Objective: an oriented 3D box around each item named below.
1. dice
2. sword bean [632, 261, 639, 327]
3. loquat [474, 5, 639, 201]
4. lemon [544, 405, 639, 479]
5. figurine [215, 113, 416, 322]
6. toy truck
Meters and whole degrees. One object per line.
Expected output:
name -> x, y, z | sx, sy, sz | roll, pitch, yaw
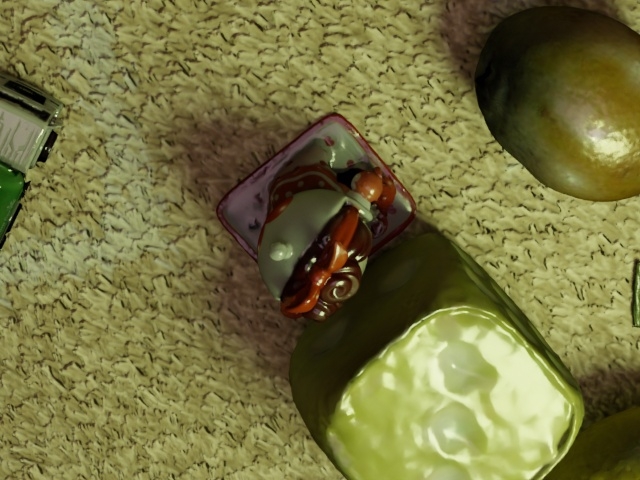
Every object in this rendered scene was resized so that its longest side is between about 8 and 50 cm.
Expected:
dice -> 0.121, 0.151, 1.434 | 0.233, 0.227, 0.238 | -40, 107, 10
sword bean -> 0.362, 0.063, 1.530 | 0.012, 0.012, 0.083 | -3, 110, -2
loquat -> 0.265, -0.144, 1.373 | 0.227, 0.179, 0.179 | 40, 103, -8
lemon -> 0.378, 0.306, 1.494 | 0.267, 0.267, 0.267 | -1, 109, -2
figurine -> 0.000, 0.000, 1.378 | 0.183, 0.226, 0.160 | -39, 105, 10
toy truck -> -0.359, -0.049, 1.398 | 0.101, 0.125, 0.242 | 26, 105, -10
